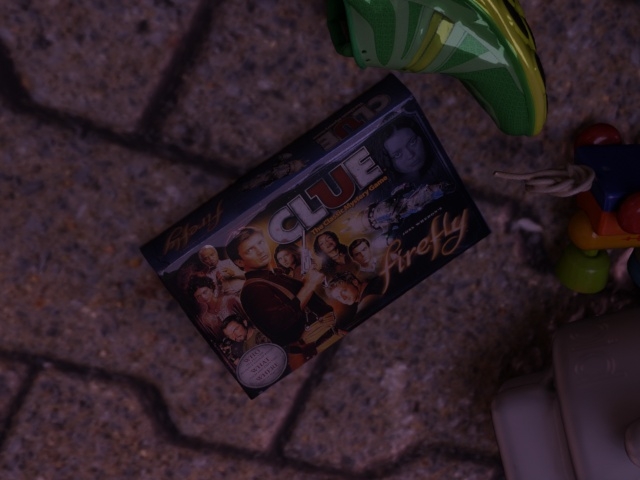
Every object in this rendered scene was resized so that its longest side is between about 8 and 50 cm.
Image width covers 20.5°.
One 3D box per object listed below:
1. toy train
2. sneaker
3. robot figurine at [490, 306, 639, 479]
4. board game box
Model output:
[{"bbox_3d":[0.232,-0.014,1.494,0.248,0.105,0.143,-4,135,-23],"label":"toy train"},{"bbox_3d":[0.071,-0.175,1.320,0.123,0.109,0.295,-31,130,20],"label":"sneaker"},{"bbox_3d":[0.330,0.147,1.530,0.353,0.300,0.200,-13,95,10],"label":"robot figurine"},{"bbox_3d":[0.000,0.000,1.419,0.243,0.042,0.165,-35,128,-1],"label":"board game box"}]
